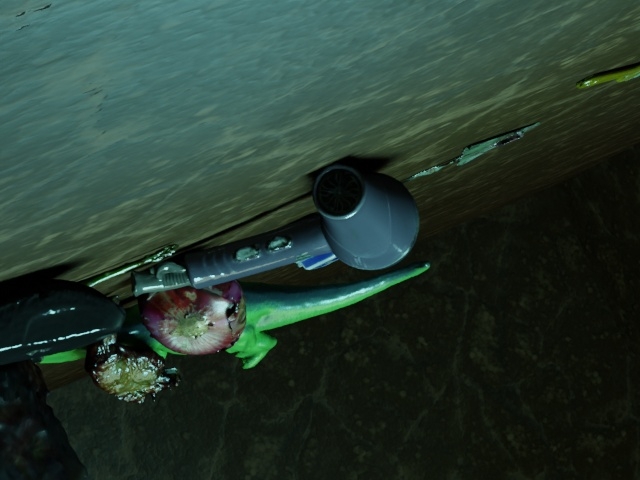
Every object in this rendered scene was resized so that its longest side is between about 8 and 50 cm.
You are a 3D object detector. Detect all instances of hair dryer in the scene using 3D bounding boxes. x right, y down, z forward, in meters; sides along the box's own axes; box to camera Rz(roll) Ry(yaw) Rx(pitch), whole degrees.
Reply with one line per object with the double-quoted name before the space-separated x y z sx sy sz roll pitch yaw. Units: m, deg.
"hair dryer" -0.064 0.007 1.726 0.361 0.121 0.301 -19 168 9

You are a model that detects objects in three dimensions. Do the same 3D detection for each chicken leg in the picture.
"chicken leg" -0.277 0.160 2.011 0.106 0.051 0.253 -27 144 -1

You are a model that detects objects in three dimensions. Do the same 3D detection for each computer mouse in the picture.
"computer mouse" -0.295 0.080 1.447 0.217 0.073 0.122 -12 168 -46

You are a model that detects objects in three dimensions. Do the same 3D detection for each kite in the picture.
"kite" 0.212 -0.123 2.143 0.250 0.012 0.229 -22 175 -1

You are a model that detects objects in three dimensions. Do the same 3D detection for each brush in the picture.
"brush" 0.396 -0.220 1.896 0.082 0.010 0.218 -26 174 42

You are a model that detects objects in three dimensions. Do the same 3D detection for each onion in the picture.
"onion" -0.158 0.066 1.885 0.150 0.150 0.140 -26 -146 31

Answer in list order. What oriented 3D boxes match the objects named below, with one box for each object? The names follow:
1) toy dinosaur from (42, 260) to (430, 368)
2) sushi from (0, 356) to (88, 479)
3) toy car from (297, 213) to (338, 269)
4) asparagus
"toy dinosaur" -0.131 0.081 2.098 0.500 0.144 0.374 -24 163 25
"sushi" -0.402 0.273 1.553 0.299 0.294 0.281 -15 -171 27
"toy car" 0.000 0.000 2.109 0.080 0.070 0.171 -26 175 26
"asparagus" -0.236 0.036 1.642 0.166 0.016 0.013 -21 142 -15
